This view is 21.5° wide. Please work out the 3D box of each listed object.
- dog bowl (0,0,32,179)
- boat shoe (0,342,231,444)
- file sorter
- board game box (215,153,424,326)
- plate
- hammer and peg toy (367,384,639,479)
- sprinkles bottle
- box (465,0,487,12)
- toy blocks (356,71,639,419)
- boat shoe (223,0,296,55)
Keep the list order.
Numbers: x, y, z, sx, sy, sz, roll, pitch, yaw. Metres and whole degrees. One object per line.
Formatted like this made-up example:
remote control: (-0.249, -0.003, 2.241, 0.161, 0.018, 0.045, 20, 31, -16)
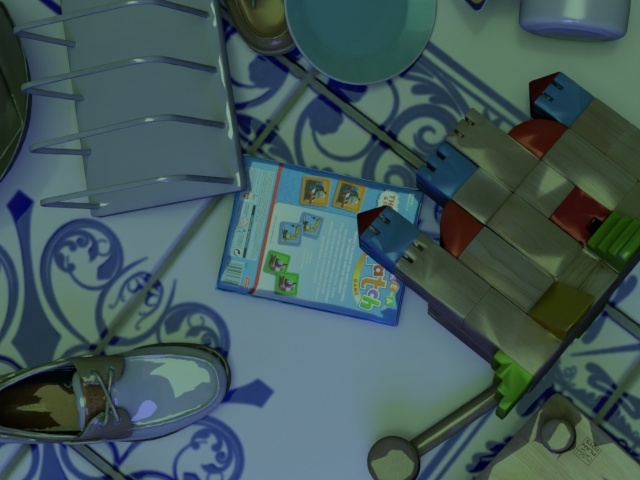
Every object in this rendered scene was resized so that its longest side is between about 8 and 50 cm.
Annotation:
dog bowl: (-0.493, -0.168, 1.941, 0.349, 0.102, 0.349, 0, 89, 6)
boat shoe: (-0.253, 0.183, 1.905, 0.302, 0.103, 0.113, -12, 87, 5)
file sorter: (-0.221, -0.177, 1.860, 0.193, 0.173, 0.278, -10, 87, 21)
board game box: (0.000, 0.000, 1.920, 0.211, 0.039, 0.160, 12, 89, 6)
plate: (0.043, -0.270, 1.907, 0.188, 0.024, 0.188, -2, 94, -22)
hammer and peg toy: (0.230, 0.297, 1.822, 0.361, 0.127, 0.266, 43, 91, 14)
sprinkles bottle: (0.298, -0.403, 1.867, 0.121, 0.121, 0.355, 6, 88, 5)
box: (0.205, -0.373, 1.852, 0.225, 0.036, 0.136, -61, 40, 24)
toy blocks: (0.218, -0.030, 1.841, 0.261, 0.191, 0.381, 39, 79, 13)
boat shoe: (-0.080, -0.352, 1.915, 0.104, 0.089, 0.285, -13, 87, 4)
